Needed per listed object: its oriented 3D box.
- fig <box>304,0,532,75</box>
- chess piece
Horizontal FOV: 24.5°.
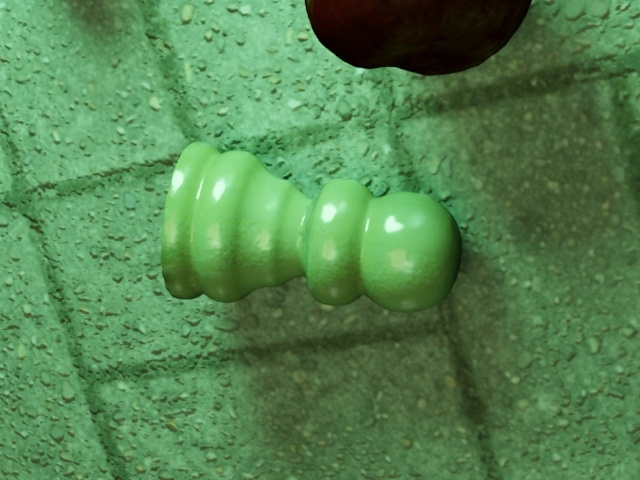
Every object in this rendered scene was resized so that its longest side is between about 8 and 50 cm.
[{"bbox_3d":[0.046,-0.263,1.171,0.191,0.191,0.290,-39,76,28],"label":"fig"},{"bbox_3d":[0.000,0.000,1.301,0.251,0.144,0.144,8,112,11],"label":"chess piece"}]
